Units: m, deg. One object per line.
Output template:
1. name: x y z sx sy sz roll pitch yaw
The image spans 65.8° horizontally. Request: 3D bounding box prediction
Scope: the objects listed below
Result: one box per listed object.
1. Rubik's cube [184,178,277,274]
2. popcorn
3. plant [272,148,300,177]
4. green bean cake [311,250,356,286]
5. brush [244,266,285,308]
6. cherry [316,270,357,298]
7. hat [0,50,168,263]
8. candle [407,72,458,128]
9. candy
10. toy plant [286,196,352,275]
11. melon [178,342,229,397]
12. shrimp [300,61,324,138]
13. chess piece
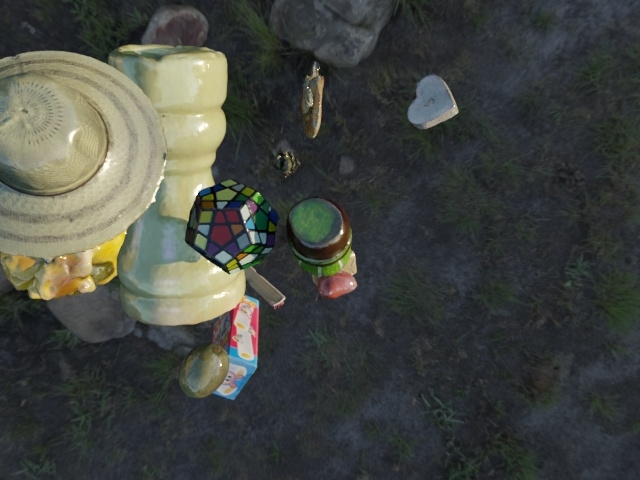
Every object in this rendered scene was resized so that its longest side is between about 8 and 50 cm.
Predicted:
1. Rubik's cube: -0.125 -0.019 0.692 0.133 0.133 0.111 35 78 -2
2. popcorn: -0.840 0.012 1.635 0.354 0.390 0.344 -9 109 24
3. plant: -0.102 -0.223 1.421 0.085 0.174 0.087 -1 97 1
4. green bean cake: 0.052 0.110 1.955 0.179 0.085 0.109 -31 131 -18
5. brush: -0.245 0.156 1.863 0.060 0.050 0.321 -33 48 -23
6. cherry: 0.042 0.133 1.540 0.126 0.106 0.086 -23 102 -17
7. hat: -0.291 -0.109 0.510 0.252 0.110 0.251 3 78 -12
8. candle: 0.412 -0.493 1.784 0.169 0.068 0.192 26 96 29
9. candy: -0.265 0.312 1.507 0.100 0.305 0.157 26 116 -21
10. toy plant: 0.000 0.000 0.720 0.093 0.162 0.092 -2 71 5
11. melon: -0.248 0.276 1.045 0.098 0.098 0.130 34 105 -2
12. shrimp: -0.024 -0.451 1.558 0.059 0.145 0.254 6 94 -13
13. chess piece: -0.244 -0.096 0.847 0.234 0.234 0.441 2 115 -3
